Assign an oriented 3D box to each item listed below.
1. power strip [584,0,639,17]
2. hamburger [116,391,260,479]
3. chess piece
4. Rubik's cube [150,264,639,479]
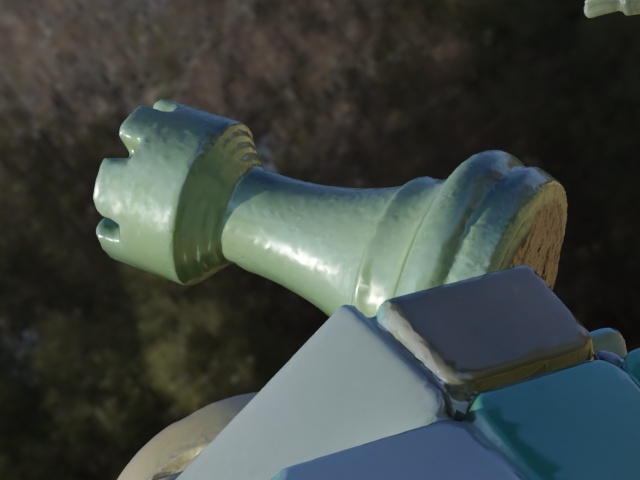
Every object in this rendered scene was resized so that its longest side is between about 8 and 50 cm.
[{"bbox_3d":[0.276,-0.175,1.153,0.253,0.168,0.054,-29,19,12],"label":"power strip"},{"bbox_3d":[-0.032,0.263,1.533,0.300,0.300,0.176,-38,28,5],"label":"hamburger"},{"bbox_3d":[0.000,0.000,1.368,0.194,0.299,0.195,-54,-25,-40],"label":"chess piece"},{"bbox_3d":[0.059,0.148,0.612,0.213,0.265,0.224,-13,-44,-33],"label":"Rubik's cube"}]
